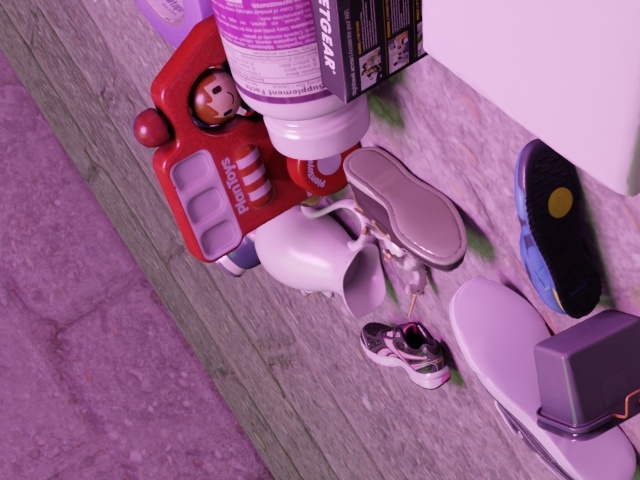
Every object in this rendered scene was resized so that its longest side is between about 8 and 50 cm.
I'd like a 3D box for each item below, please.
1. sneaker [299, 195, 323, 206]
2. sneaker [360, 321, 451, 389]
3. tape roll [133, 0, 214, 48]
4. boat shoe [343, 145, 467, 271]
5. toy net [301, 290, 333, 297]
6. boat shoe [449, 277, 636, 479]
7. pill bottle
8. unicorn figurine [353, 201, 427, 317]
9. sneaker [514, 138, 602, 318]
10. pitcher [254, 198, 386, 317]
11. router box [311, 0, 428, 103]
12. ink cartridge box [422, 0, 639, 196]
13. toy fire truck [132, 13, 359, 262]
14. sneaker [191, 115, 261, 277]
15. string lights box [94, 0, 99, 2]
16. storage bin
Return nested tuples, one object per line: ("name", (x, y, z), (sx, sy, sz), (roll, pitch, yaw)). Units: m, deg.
("sneaker", (-0.044, -0.096, 1.682), (0.185, 0.070, 0.084), (48, 168, 41))
("sneaker", (0.128, 0.150, 1.661), (0.178, 0.072, 0.077), (22, 129, 46))
("tape roll", (-0.207, -0.403, 1.545), (0.275, 0.090, 0.274), (48, 159, 26))
("boat shoe", (0.110, -0.031, 1.387), (0.227, 0.081, 0.068), (50, 164, 40))
("toy net", (-0.065, 0.038, 1.958), (0.232, 0.045, 0.122), (46, 158, 28))
("boat shoe", (0.253, 0.180, 1.342), (0.301, 0.108, 0.102), (49, 159, 2))
("pill bottle", (-0.029, -0.244, 1.248), (0.169, 0.169, 0.301), (39, 154, 42))
("unicorn figurine", (0.104, 0.014, 1.491), (0.111, 0.060, 0.161), (24, -135, -68))
("sneaker", (0.226, -0.014, 1.144), (0.082, 0.069, 0.209), (34, 151, 56))
("pitcher", (0.000, 0.000, 1.662), (0.207, 0.126, 0.177), (26, 124, 39))
("router box", (0.057, -0.239, 1.099), (0.046, 0.133, 0.178), (43, 156, 34))
("ink cartridge box", (0.201, -0.253, 0.501), (0.166, 0.285, 0.394), (44, 158, 31))
("toy fire truck", (-0.109, -0.144, 1.463), (0.169, 0.254, 0.302), (33, 149, 50))
("sneaker", (-0.153, -0.102, 1.904), (0.112, 0.131, 0.318), (8, -126, -58))
("string lights box", (-0.352, -0.494, 1.768), (0.133, 0.077, 0.260), (56, 161, 0))
("storage bin", (0.287, 0.135, 1.148), (0.098, 0.135, 0.091), (16, 126, 62))
